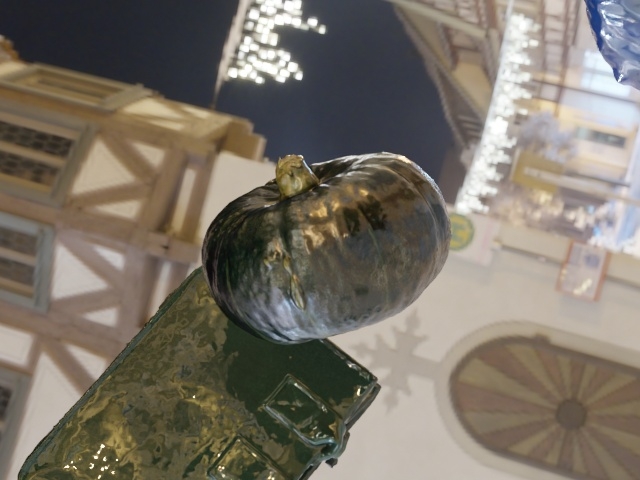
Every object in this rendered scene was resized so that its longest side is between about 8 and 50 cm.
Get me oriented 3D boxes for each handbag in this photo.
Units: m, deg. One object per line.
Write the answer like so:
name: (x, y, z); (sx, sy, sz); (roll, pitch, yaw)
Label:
handbag: (-0.120, 0.203, 1.047); (0.326, 0.238, 0.089); (-48, -13, -16)

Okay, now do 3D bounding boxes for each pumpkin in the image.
pumpkin: (0.001, 0.001, 0.848); (0.211, 0.212, 0.152); (-21, -89, -74)

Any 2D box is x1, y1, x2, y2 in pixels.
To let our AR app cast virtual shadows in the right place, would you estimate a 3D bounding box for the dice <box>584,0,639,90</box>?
dice: (0.195, -0.143, 0.433); (0.146, 0.143, 0.146); (43, -121, -56)
